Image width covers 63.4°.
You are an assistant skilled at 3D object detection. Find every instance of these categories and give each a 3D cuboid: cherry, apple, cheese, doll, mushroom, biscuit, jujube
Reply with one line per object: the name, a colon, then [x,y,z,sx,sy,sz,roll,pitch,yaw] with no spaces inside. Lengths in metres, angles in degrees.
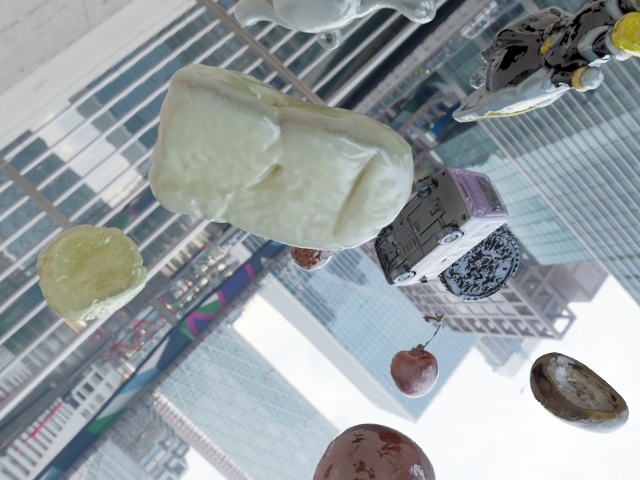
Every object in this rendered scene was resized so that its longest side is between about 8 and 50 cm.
cherry: [0.207,0.249,1.125,0.090,0.107,0.225,-62,157,-63]
apple: [0.104,0.532,1.055,0.305,0.235,0.305,-50,149,-47]
cheese: [-0.037,-0.079,0.538,0.093,0.263,0.159,-83,-166,-48]
cheese: [-0.528,0.068,1.196,0.226,0.213,0.117,-24,173,-41]
doll: [0.266,-0.221,0.604,0.316,0.104,0.145,-156,-109,-78]
mushroom: [0.322,0.195,0.655,0.123,0.123,0.052,-59,169,-62]
doll: [0.006,-0.377,0.675,0.160,0.311,0.242,-38,146,-59]
biscuit: [0.339,0.043,1.121,0.194,0.194,0.053,-42,-152,9]
jujube: [0.000,0.000,1.369,0.176,0.112,0.109,-50,145,-8]

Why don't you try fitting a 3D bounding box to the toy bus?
toy bus: [0.166,-0.015,0.753,0.108,0.096,0.199,-1,149,-31]
